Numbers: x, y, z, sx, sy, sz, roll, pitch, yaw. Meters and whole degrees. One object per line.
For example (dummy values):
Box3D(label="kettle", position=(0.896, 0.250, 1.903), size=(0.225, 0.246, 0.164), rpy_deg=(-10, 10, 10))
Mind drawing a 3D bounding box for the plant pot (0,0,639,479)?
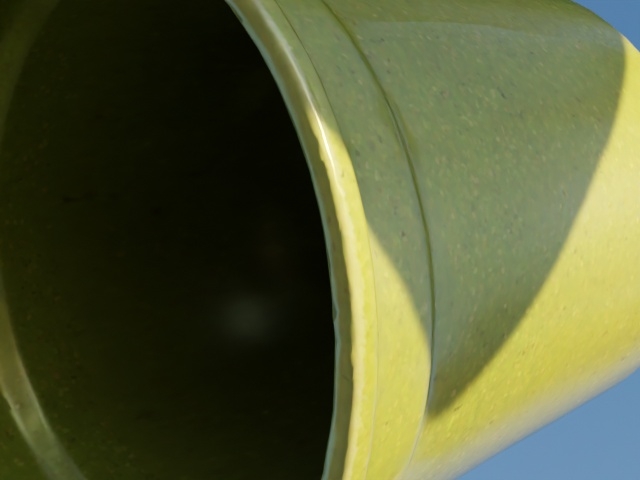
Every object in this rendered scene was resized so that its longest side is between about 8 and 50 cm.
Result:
Box3D(label="plant pot", position=(0.000, 0.000, 0.689), size=(0.254, 0.276, 0.276), rpy_deg=(-10, -21, -45))
